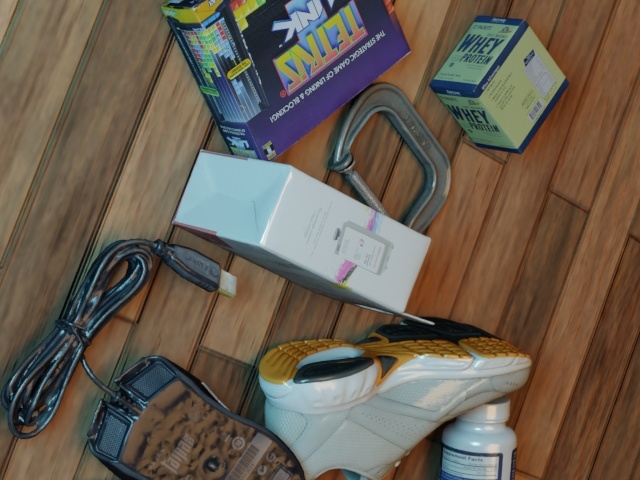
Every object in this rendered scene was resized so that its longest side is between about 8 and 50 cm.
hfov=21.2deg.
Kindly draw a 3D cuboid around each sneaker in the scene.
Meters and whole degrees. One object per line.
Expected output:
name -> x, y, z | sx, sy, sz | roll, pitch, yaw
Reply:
sneaker -> 0.060, 0.139, 1.418 | 0.262, 0.099, 0.121 | -6, 110, -31

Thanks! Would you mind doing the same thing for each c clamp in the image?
c clamp -> 0.056, -0.044, 1.414 | 0.137, 0.022, 0.161 | -48, 125, -22

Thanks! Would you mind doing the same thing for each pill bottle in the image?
pill bottle -> 0.138, 0.196, 1.500 | 0.067, 0.067, 0.120 | -4, 101, -39

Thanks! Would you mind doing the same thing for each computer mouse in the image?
computer mouse -> -0.103, 0.111, 1.294 | 0.262, 0.060, 0.184 | 34, 81, -27

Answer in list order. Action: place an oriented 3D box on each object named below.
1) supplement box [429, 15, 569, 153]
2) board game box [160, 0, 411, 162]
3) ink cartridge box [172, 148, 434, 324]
supplement box -> 0.153, -0.133, 1.453 | 0.083, 0.056, 0.083 | -55, 127, -17
board game box -> -0.023, -0.162, 1.309 | 0.170, 0.048, 0.141 | -40, 120, -26
ink cartridge box -> 0.000, 0.000, 1.316 | 0.198, 0.115, 0.067 | 27, 81, -40
